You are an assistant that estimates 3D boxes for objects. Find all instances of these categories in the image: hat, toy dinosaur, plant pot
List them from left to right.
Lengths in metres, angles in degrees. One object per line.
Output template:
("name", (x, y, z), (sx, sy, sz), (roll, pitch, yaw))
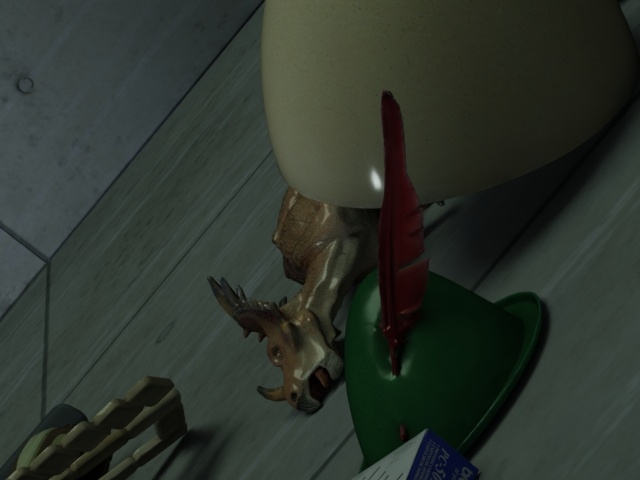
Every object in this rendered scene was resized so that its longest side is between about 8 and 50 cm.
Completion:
("toy dinosaur", (0.000, 0.000, 1.604), (0.200, 0.127, 0.295), (-53, 6, 21))
("hat", (0.026, 0.043, 1.236), (0.208, 0.183, 0.173), (-52, 13, -7))
("plant pot", (0.073, -0.178, 1.401), (0.284, 0.191, 0.284), (-15, 29, 9))

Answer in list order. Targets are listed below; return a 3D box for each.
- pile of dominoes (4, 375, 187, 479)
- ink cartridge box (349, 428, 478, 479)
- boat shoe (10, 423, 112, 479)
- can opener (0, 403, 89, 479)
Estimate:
("pile of dominoes", (-0.230, 0.197, 1.669), (0.251, 0.040, 0.196), (-37, -18, -16))
("ink cartridge box", (0.005, 0.202, 1.177), (0.207, 0.046, 0.097), (-40, 16, 42))
("boat shoe", (-0.257, 0.264, 1.807), (0.095, 0.095, 0.257), (-19, 35, 25))
("can opener", (-0.310, 0.292, 1.985), (0.283, 0.095, 0.076), (-52, -17, -42))
